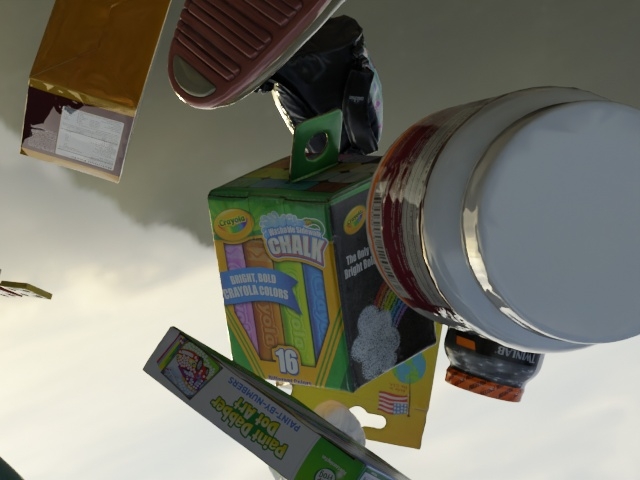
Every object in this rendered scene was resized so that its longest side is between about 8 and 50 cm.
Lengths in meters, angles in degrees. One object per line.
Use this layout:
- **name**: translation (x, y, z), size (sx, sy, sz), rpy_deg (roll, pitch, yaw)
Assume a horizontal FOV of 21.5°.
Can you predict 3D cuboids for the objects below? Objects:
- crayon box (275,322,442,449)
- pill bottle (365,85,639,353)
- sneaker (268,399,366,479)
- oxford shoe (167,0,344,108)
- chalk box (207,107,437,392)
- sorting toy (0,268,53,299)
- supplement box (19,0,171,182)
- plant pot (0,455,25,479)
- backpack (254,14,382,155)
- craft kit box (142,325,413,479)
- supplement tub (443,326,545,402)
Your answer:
- **crayon box**: translation (0.058, 0.108, 2.269), size (0.202, 0.319, 0.081), rpy_deg (14, 169, -16)
- **pill bottle**: translation (0.180, -0.019, 1.472), size (0.224, 0.224, 0.392), rpy_deg (-20, -175, -8)
- **sneaker**: translation (-0.019, 0.255, 1.982), size (0.090, 0.115, 0.232), rpy_deg (-26, 146, -31)
- **oxford shoe**: translation (0.016, -0.271, 1.595), size (0.397, 0.140, 0.146), rpy_deg (-49, 149, 5)
- **chalk box**: translation (0.000, 0.000, 1.895), size (0.179, 0.289, 0.180), rpy_deg (4, -162, 37)
- **sorting toy**: translation (-0.449, 0.010, 2.001), size (0.274, 0.046, 0.132), rpy_deg (22, 166, -28)
- **supplement box**: translation (-0.270, -0.208, 2.033), size (0.129, 0.191, 0.194), rpy_deg (17, 152, -6)
- **plant pot**: translation (-0.314, 0.295, 1.364), size (0.255, 0.272, 0.271), rpy_deg (29, -146, 32)
- **backpack**: translation (0.015, -0.182, 2.059), size (0.151, 0.182, 0.115), rpy_deg (-8, -137, 20)
- **craft kit box**: translation (-0.007, 0.190, 1.533), size (0.061, 0.246, 0.250), rpy_deg (-54, 145, -1)
- **supplement tub**: translation (0.210, 0.082, 1.919), size (0.117, 0.190, 0.117), rpy_deg (14, -178, -1)
